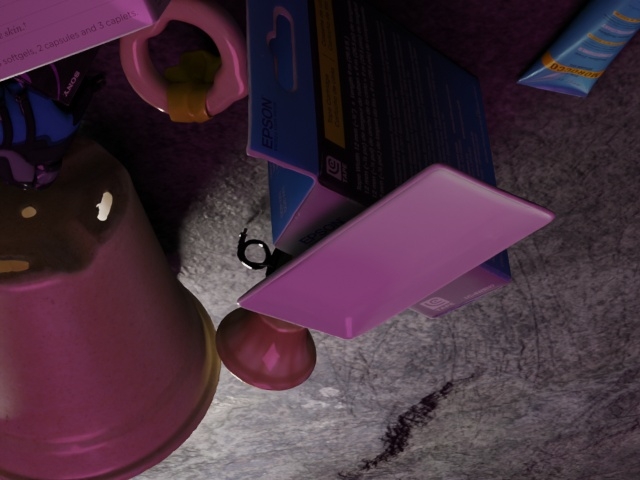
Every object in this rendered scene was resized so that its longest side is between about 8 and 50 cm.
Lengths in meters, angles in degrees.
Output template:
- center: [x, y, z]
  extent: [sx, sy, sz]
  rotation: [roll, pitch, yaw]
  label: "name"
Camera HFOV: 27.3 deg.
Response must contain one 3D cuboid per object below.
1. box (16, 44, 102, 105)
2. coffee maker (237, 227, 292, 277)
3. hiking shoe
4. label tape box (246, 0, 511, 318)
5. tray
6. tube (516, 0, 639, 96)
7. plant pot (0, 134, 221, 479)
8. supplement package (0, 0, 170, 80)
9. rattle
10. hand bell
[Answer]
- center: [-0.261, -0.208, 1.178]
  extent: [0.029, 0.116, 0.162]
  rotation: [24, 175, 43]
  label: "box"
- center: [0.000, 0.000, 1.548]
  extent: [0.171, 0.120, 0.178]
  rotation: [4, 148, -12]
  label: "coffee maker"
- center: [-0.330, -0.132, 1.230]
  extent: [0.132, 0.113, 0.304]
  rotation: [-55, 163, 13]
  label: "hiking shoe"
- center: [0.024, -0.100, 1.247]
  extent: [0.115, 0.249, 0.347]
  rotation: [-29, 141, 36]
  label: "label tape box"
- center: [0.060, 0.008, 1.159]
  extent: [0.145, 0.030, 0.270]
  rotation: [19, 141, -36]
  label: "tray"
- center: [0.274, -0.203, 1.310]
  extent: [0.080, 0.052, 0.207]
  rotation: [14, 153, -11]
  label: "tube"
- center: [-0.292, 0.060, 1.463]
  extent: [0.333, 0.334, 0.305]
  rotation: [-4, 139, 0]
  label: "plant pot"
- center: [-0.229, -0.265, 0.884]
  extent: [0.199, 0.198, 0.263]
  rotation: [-16, 117, 18]
  label: "supplement package"
- center: [-0.132, -0.222, 1.237]
  extent: [0.130, 0.143, 0.200]
  rotation: [-21, 112, 45]
  label: "rattle"
- center: [-0.031, 0.050, 1.489]
  extent: [0.126, 0.126, 0.242]
  rotation: [6, 137, -17]
  label: "hand bell"
